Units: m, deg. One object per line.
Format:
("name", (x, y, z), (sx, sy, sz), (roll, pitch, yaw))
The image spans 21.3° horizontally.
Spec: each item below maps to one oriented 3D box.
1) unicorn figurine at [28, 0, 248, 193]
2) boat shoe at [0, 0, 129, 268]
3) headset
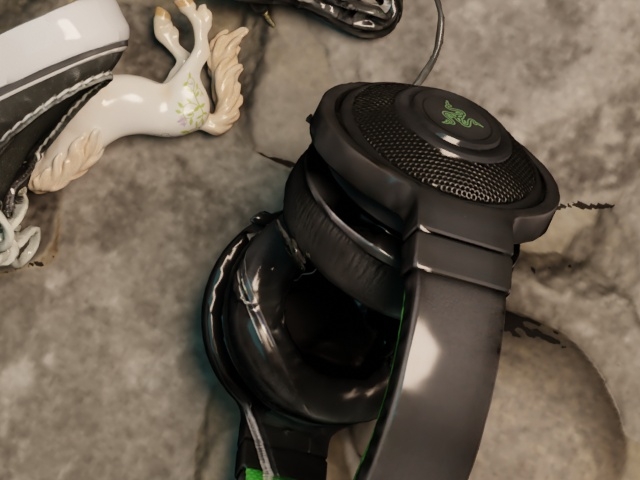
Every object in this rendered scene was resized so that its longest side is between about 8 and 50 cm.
("unicorn figurine", (-0.123, -0.085, 1.010), (0.162, 0.060, 0.111), (-3, 90, 3))
("boat shoe", (-0.209, -0.024, 0.959), (0.306, 0.113, 0.105), (-32, 88, 23))
("headset", (0.000, 0.000, 0.901), (0.185, 0.243, 0.394), (17, 53, -15))
